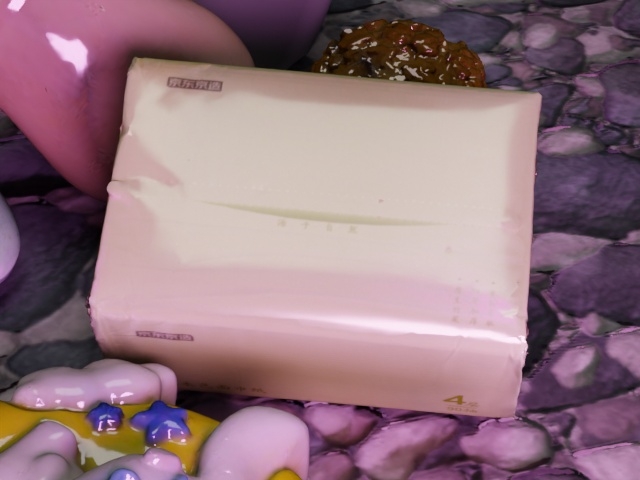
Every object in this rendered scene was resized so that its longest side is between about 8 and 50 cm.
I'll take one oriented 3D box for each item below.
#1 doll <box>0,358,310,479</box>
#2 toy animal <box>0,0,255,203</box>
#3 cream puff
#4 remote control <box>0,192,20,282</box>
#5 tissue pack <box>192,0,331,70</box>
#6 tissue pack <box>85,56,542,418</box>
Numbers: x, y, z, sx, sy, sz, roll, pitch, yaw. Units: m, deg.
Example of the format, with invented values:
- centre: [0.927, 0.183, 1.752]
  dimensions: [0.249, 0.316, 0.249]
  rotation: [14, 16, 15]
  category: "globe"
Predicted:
- centre: [-0.101, 0.143, 0.818]
  dimensions: [0.237, 0.111, 0.252]
  rotation: [34, 37, 32]
  category: "doll"
- centre: [-0.150, -0.122, 1.079]
  dimensions: [0.250, 0.166, 0.154]
  rotation: [39, 15, -25]
  category: "toy animal"
- centre: [0.049, -0.089, 1.150]
  dimensions: [0.126, 0.103, 0.144]
  rotation: [2, 35, 0]
  category: "cream puff"
- centre: [-0.263, -0.041, 1.103]
  dimensions: [0.097, 0.045, 0.256]
  rotation: [-20, 39, -27]
  category: "remote control"
- centre: [-0.145, -0.259, 1.225]
  dimensions: [0.333, 0.236, 0.229]
  rotation: [4, 34, -12]
  category: "tissue pack"
- centre: [0.000, 0.000, 0.970]
  dimensions: [0.234, 0.125, 0.159]
  rotation: [6, 64, 4]
  category: "tissue pack"
